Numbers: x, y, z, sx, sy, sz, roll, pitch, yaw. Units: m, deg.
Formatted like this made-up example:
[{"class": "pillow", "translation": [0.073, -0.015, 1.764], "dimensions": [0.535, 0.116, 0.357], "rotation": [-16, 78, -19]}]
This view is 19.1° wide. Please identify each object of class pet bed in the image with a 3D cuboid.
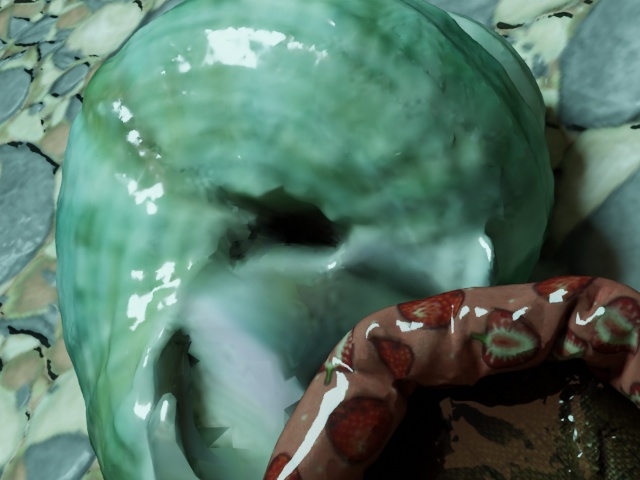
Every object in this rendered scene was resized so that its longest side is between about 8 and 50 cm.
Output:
[{"class": "pet bed", "translation": [0.069, 0.106, 0.634], "dimensions": [0.201, 0.053, 0.201], "rotation": [-2, 76, 7]}]

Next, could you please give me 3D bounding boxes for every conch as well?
[{"class": "conch", "translation": [0.000, 0.000, 0.748], "dimensions": [0.220, 0.195, 0.277], "rotation": [37, 53, 10]}]
